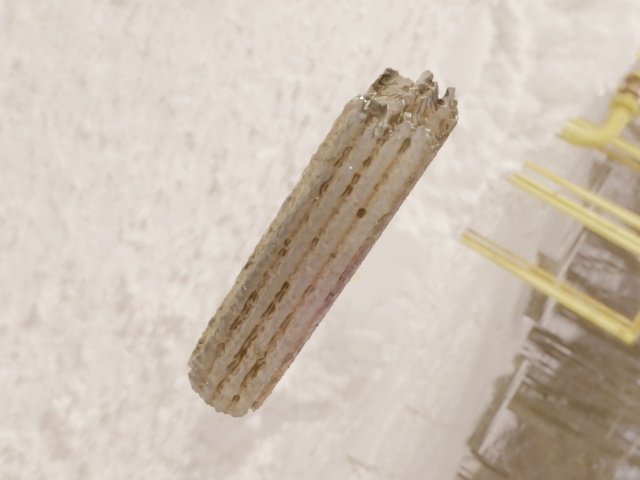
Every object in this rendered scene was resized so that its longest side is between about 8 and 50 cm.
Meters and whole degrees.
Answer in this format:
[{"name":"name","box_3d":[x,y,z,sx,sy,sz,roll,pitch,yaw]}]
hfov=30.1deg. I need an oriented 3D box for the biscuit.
[{"name":"biscuit","box_3d":[0.000,0.000,0.755,0.239,0.061,0.108,-56,178,23]}]
